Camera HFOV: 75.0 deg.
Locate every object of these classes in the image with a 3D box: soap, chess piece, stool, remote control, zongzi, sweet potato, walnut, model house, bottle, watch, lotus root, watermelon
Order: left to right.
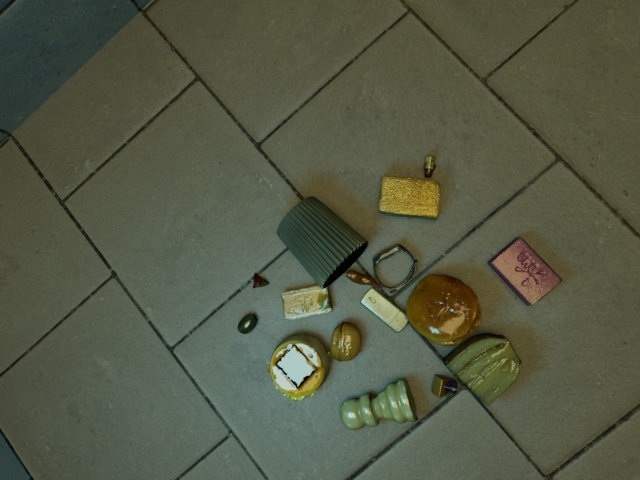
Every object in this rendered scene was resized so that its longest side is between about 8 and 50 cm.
[{"bbox_3d":[-0.347,0.398,1.995,0.078,0.078,0.111,44,91,9],"label":"watermelon"},{"bbox_3d":[-0.304,0.209,2.025,0.083,0.067,0.074,30,102,27],"label":"zongzi"},{"bbox_3d":[-0.065,0.292,1.965,0.233,0.076,0.135,-12,83,8],"label":"soap"},{"bbox_3d":[0.000,0.000,1.880,0.297,0.297,0.330,-46,77,3],"label":"stool"},{"bbox_3d":[0.116,0.458,1.896,0.144,0.144,0.180,0,81,8],"label":"walnut"},{"bbox_3d":[0.200,0.183,1.946,0.194,0.056,0.057,18,89,-2],"label":"sweet potato"},{"bbox_3d":[0.246,0.745,1.851,0.330,0.182,0.183,-20,83,12],"label":"chess piece"},{"bbox_3d":[0.298,0.322,1.929,0.233,0.038,0.098,38,91,10],"label":"remote control"},{"bbox_3d":[0.347,0.127,1.924,0.206,0.068,0.193,-28,86,9],"label":"watch"},{"bbox_3d":[0.509,-0.343,1.944,0.063,0.047,0.101,7,88,-2],"label":"bottle"},{"bbox_3d":[0.549,0.650,1.837,0.100,0.100,0.088,11,87,8],"label":"model house"},{"bbox_3d":[0.696,0.507,1.788,0.267,0.149,0.260,43,94,-7],"label":"lotus root"},{"bbox_3d":[0.893,0.133,1.835,0.181,0.081,0.259,-40,81,4],"label":"soap"}]

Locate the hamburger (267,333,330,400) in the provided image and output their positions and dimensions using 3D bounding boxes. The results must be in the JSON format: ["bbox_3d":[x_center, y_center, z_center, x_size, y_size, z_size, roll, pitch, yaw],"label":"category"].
[{"bbox_3d":[-0.099,0.570,1.899,0.276,0.179,0.294,42,89,6],"label":"hamburger"}]

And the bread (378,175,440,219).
[{"bbox_3d":[0.406,-0.196,1.917,0.274,0.114,0.185,7,83,7],"label":"bread"}]

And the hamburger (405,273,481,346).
[{"bbox_3d":[0.525,0.294,1.810,0.314,0.170,0.290,30,81,38],"label":"hamburger"}]
